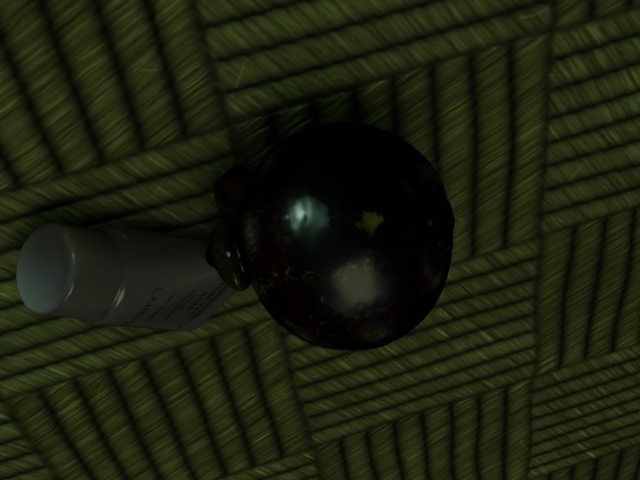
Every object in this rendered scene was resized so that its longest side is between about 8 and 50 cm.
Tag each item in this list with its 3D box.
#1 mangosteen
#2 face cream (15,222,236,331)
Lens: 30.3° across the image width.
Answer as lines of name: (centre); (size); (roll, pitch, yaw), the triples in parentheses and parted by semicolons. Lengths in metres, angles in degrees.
mangosteen: (0.000, 0.000, 1.156); (0.265, 0.228, 0.228); (-10, 148, 26)
face cream: (-0.182, 0.043, 1.228); (0.154, 0.096, 0.274); (-46, 149, 24)
